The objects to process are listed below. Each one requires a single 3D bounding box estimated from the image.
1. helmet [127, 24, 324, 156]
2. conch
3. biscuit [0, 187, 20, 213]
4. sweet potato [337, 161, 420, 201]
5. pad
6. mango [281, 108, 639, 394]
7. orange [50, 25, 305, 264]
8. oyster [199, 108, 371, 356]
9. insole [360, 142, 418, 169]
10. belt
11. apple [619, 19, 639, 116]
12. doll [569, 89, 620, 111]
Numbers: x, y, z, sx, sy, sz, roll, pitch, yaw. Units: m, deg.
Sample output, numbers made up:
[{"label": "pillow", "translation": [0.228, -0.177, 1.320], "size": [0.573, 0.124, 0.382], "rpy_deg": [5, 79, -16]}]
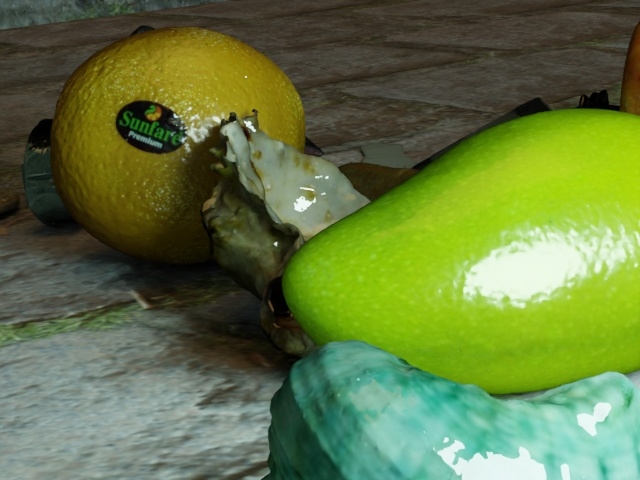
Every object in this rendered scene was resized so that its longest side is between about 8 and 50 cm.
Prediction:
[{"label": "helmet", "translation": [-0.135, -0.120, 1.848], "size": [0.198, 0.154, 0.253], "rpy_deg": [50, 8, 37]}, {"label": "conch", "translation": [0.055, 0.126, 0.851], "size": [0.202, 0.134, 0.196], "rpy_deg": [-2, -28, 27]}, {"label": "biscuit", "translation": [-0.393, -0.038, 1.836], "size": [0.152, 0.020, 0.152], "rpy_deg": [-3, 12, 1]}, {"label": "sweet potato", "translation": [0.103, -0.021, 1.582], "size": [0.077, 0.077, 0.243], "rpy_deg": [-14, 24, -39]}, {"label": "pad", "translation": [0.177, -0.090, 1.811], "size": [0.174, 0.022, 0.233], "rpy_deg": [-30, 13, 2]}, {"label": "mango", "translation": [0.139, 0.010, 1.189], "size": [0.343, 0.192, 0.156], "rpy_deg": [-9, -23, -20]}, {"label": "orange", "translation": [-0.127, -0.086, 1.569], "size": [0.236, 0.236, 0.236], "rpy_deg": [-2, 13, 1]}, {"label": "oyster", "translation": [0.007, 0.004, 1.355], "size": [0.197, 0.133, 0.337], "rpy_deg": [11, 18, -15]}, {"label": "insole", "translation": [0.076, -0.095, 2.020], "size": [0.065, 0.004, 0.197], "rpy_deg": [-4, 13, -4]}, {"label": "belt", "translation": [-0.264, -0.071, 1.770], "size": [0.058, 0.105, 0.140], "rpy_deg": [-5, 19, 9]}, {"label": "apple", "translation": [0.387, -0.105, 1.514], "size": [0.241, 0.242, 0.242], "rpy_deg": [10, 17, 20]}, {"label": "doll", "translation": [0.280, -0.101, 1.862], "size": [0.127, 0.088, 0.249], "rpy_deg": [21, 28, 9]}]
